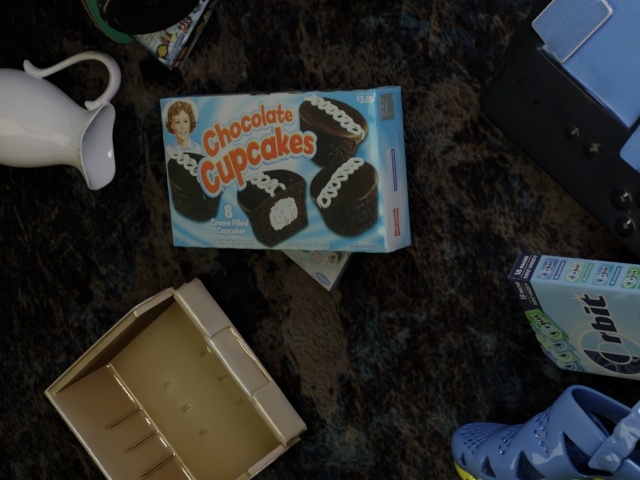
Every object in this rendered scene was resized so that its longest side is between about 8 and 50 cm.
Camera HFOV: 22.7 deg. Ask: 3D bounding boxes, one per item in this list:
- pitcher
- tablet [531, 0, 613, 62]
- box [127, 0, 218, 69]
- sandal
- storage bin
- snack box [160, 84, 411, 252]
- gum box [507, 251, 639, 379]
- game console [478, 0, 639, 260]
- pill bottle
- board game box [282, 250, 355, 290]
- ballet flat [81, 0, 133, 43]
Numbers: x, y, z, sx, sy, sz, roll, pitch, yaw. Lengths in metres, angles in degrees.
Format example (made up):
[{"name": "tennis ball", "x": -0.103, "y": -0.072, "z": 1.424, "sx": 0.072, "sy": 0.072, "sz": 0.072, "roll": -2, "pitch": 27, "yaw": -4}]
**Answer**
[{"name": "pitcher", "x": -0.361, "y": -0.175, "z": 2.071, "sx": 0.207, "sy": 0.125, "sz": 0.177, "roll": 17, "pitch": 98, "yaw": 18}, {"name": "tablet", "x": 0.254, "y": -0.224, "z": 1.608, "sx": 0.054, "sy": 0.006, "sz": 0.083, "roll": 54, "pitch": 133, "yaw": 12}, {"name": "box", "x": -0.176, "y": -0.287, "z": 1.913, "sx": 0.094, "sy": 0.027, "sz": 0.137, "roll": 39, "pitch": 114, "yaw": 17}, {"name": "sandal", "x": 0.286, "y": 0.218, "z": 1.750, "sx": 0.317, "sy": 0.126, "sz": 0.138, "roll": -1, "pitch": 109, "yaw": 33}, {"name": "storage bin", "x": -0.189, "y": 0.225, "z": 2.103, "sx": 0.262, "sy": 0.123, "sz": 0.260, "roll": 54, "pitch": 131, "yaw": 6}, {"name": "snack box", "x": -0.046, "y": -0.084, "z": 1.886, "sx": 0.322, "sy": 0.060, "sz": 0.187, "roll": 1, "pitch": 100, "yaw": 36}, {"name": "gum box", "x": 0.309, "y": 0.084, "z": 1.684, "sx": 0.184, "sy": 0.041, "sz": 0.157, "roll": 5, "pitch": 142, "yaw": 35}, {"name": "game console", "x": 0.363, "y": -0.168, "z": 1.568, "sx": 0.342, "sy": 0.060, "sz": 0.386, "roll": 42, "pitch": 128, "yaw": 14}, {"name": "pill bottle", "x": -0.221, "y": -0.357, "z": 1.837, "sx": 0.123, "sy": 0.123, "sz": 0.219, "roll": -43, "pitch": 57, "yaw": 40}, {"name": "board game box", "x": 0.000, "y": 0.000, "z": 1.932, "sx": 0.090, "sy": 0.020, "sz": 0.090, "roll": 41, "pitch": 126, "yaw": 15}, {"name": "ballet flat", "x": -0.277, "y": -0.339, "z": 1.955, "sx": 0.073, "sy": 0.067, "sz": 0.206, "roll": -24, "pitch": 120, "yaw": 2}]
